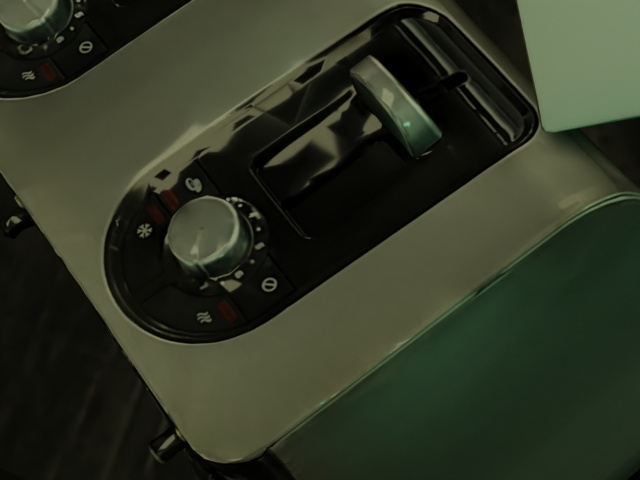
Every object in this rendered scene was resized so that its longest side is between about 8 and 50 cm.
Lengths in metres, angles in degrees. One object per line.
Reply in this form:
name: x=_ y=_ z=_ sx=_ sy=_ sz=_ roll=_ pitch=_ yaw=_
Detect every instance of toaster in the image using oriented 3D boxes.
toaster: x=0.000 y=0.000 z=0.456 sx=0.110 sy=0.185 sz=0.168 roll=-37 pitch=58 yaw=-2

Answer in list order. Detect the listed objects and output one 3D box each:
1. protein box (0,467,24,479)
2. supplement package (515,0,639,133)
protein box: x=-0.042 y=0.147 z=0.393 sx=0.200 sy=0.201 sz=0.136 roll=28 pitch=81 yaw=22
supplement package: x=0.103 y=-0.140 z=0.419 sx=0.139 sy=0.134 sz=0.244 roll=-9 pitch=25 yaw=13
